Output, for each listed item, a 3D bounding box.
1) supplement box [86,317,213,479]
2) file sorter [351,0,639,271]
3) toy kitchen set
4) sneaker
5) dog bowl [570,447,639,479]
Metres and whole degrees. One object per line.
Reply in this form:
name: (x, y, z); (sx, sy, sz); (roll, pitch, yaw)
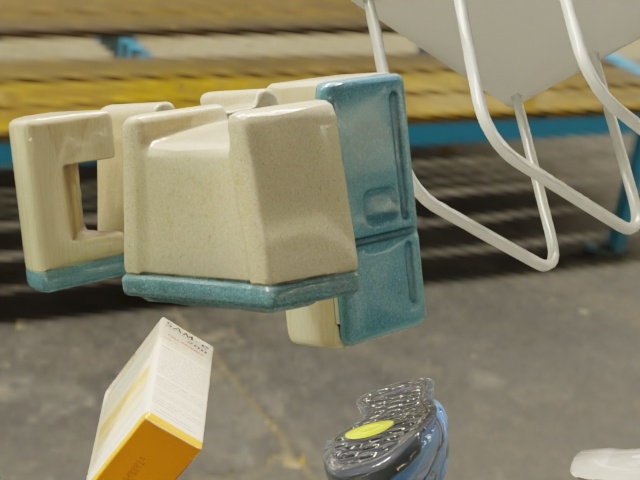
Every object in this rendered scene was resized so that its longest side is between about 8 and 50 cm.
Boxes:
supplement box: (-0.089, 0.094, 0.813); (0.036, 0.062, 0.098); (32, 24, -16)
file sorter: (0.188, -0.122, 0.926); (0.193, 0.277, 0.173); (26, 46, -45)
toy kitchen set: (0.000, 0.000, 0.615); (0.207, 0.122, 0.166); (-13, 11, -43)
sneaker: (0.051, 0.145, 0.975); (0.069, 0.082, 0.209); (-13, 3, 10)
dog bowl: (0.219, 0.250, 0.706); (0.102, 0.349, 0.349); (-20, 18, 16)
